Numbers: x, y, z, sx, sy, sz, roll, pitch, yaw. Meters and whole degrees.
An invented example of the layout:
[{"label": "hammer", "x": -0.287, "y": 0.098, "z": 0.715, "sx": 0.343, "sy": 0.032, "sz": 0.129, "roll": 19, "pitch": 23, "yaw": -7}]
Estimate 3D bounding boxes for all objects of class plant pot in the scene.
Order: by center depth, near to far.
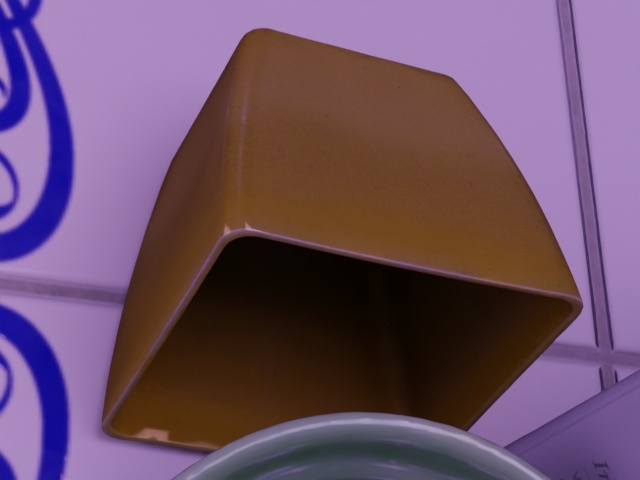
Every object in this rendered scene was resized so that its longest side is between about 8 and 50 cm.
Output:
[{"label": "plant pot", "x": 0.000, "y": 0.000, "z": 0.994, "sx": 0.212, "sy": 0.212, "sz": 0.187, "roll": 11, "pitch": 50, "yaw": -22}]

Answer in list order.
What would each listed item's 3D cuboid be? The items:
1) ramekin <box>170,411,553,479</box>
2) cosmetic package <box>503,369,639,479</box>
[{"label": "ramekin", "x": 0.016, "y": 0.250, "z": 0.861, "sx": 0.303, "sy": 0.148, "sz": 0.303, "roll": 2, "pitch": 74, "yaw": -5}, {"label": "cosmetic package", "x": 0.326, "y": 0.189, "z": 0.931, "sx": 0.329, "sy": 0.394, "sz": 0.327, "roll": -18, "pitch": 76, "yaw": -26}]
